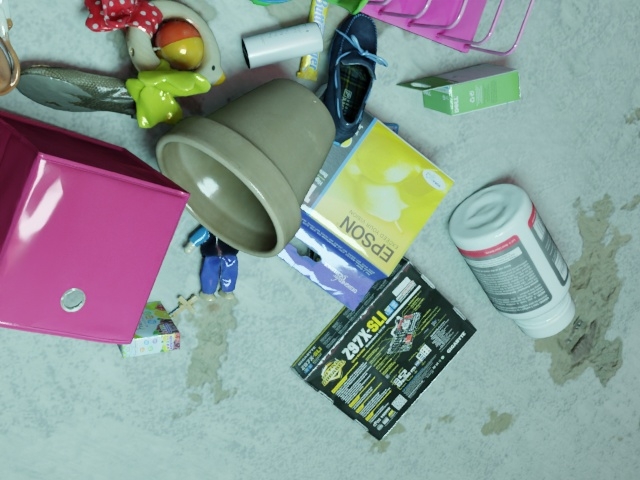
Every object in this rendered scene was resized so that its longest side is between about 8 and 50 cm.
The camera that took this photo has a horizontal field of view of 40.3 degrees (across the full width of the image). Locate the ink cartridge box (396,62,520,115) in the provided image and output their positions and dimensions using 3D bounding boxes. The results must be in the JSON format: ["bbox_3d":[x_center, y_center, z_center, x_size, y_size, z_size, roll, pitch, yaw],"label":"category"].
[{"bbox_3d":[0.263,-0.283,1.664,0.209,0.109,0.062,-16,113,-19],"label":"ink cartridge box"}]

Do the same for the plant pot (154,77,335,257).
[{"bbox_3d":[-0.100,-0.139,1.427,0.229,0.263,0.263,-50,123,-26],"label":"plant pot"}]

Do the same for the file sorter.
[{"bbox_3d":[0.222,-0.463,1.540,0.290,0.182,0.202,13,101,-28],"label":"file sorter"}]

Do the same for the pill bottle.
[{"bbox_3d":[0.410,0.052,1.812,0.176,0.176,0.318,-40,119,-7],"label":"pill bottle"}]

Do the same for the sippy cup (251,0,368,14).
[{"bbox_3d":[-0.047,-0.489,1.380,0.305,0.224,0.240,-2,107,-23],"label":"sippy cup"}]

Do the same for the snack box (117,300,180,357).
[{"bbox_3d":[-0.313,0.154,1.533,0.100,0.141,0.037,-8,112,-23],"label":"snack box"}]

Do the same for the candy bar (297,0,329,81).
[{"bbox_3d":[-0.010,-0.367,1.561,0.040,0.018,0.161,4,107,-26],"label":"candy bar"}]

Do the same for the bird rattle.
[{"bbox_3d":[-0.260,-0.313,1.406,0.207,0.143,0.253,-19,77,-45],"label":"bird rattle"}]

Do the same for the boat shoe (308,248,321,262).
[{"bbox_3d":[0.000,0.000,1.667,0.083,0.065,0.183,-46,121,-6],"label":"boat shoe"}]

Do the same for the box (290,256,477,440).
[{"bbox_3d":[0.137,0.222,1.803,0.322,0.079,0.257,-49,118,-2],"label":"box"}]

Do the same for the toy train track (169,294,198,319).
[{"bbox_3d":[-0.264,0.128,1.621,0.083,0.014,0.048,-38,126,-2],"label":"toy train track"}]

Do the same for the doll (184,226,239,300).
[{"bbox_3d":[-0.188,0.016,1.597,0.129,0.046,0.189,-3,109,-25],"label":"doll"}]

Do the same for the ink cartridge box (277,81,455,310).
[{"bbox_3d":[0.041,-0.077,1.591,0.303,0.072,0.307,36,81,-13],"label":"ink cartridge box"}]

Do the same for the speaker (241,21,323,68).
[{"bbox_3d":[-0.067,-0.339,1.513,0.136,0.055,0.055,-16,114,-11],"label":"speaker"}]

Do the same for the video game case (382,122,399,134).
[{"bbox_3d":[0.066,-0.171,1.667,0.166,0.015,0.119,2,106,-25],"label":"video game case"}]

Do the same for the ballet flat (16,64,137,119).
[{"bbox_3d":[-0.365,-0.247,1.419,0.250,0.084,0.058,6,64,-24],"label":"ballet flat"}]

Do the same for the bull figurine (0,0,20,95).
[{"bbox_3d":[-0.597,-0.298,1.266,0.310,0.101,0.188,4,104,-25],"label":"bull figurine"}]

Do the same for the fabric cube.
[{"bbox_3d":[-0.399,-0.021,1.342,0.254,0.259,0.258,16,101,-41],"label":"fabric cube"}]

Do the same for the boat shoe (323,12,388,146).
[{"bbox_3d":[0.068,-0.288,1.527,0.109,0.089,0.258,14,70,-21],"label":"boat shoe"}]
